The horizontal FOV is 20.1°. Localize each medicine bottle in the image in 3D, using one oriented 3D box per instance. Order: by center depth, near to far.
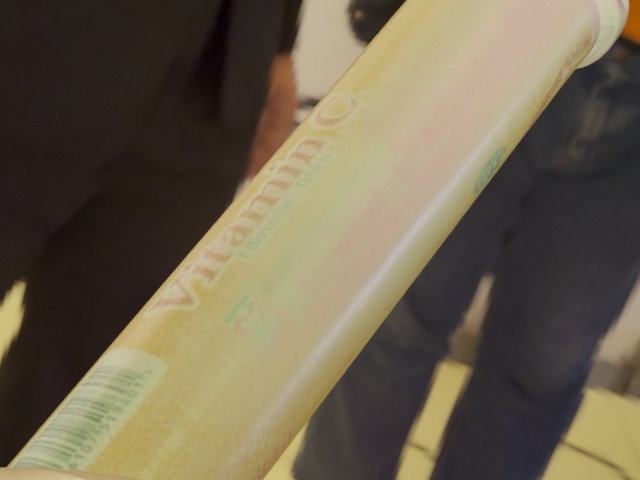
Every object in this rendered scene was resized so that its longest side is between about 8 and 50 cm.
[{"bbox_3d":[0.000,0.000,0.860,0.108,0.108,0.426,29,58,18],"label":"medicine bottle"}]

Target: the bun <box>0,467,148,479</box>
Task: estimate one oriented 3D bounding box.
[{"bbox_3d":[0.000,0.211,0.383,0.213,0.361,0.361,-16,33,-3],"label":"bun"}]
